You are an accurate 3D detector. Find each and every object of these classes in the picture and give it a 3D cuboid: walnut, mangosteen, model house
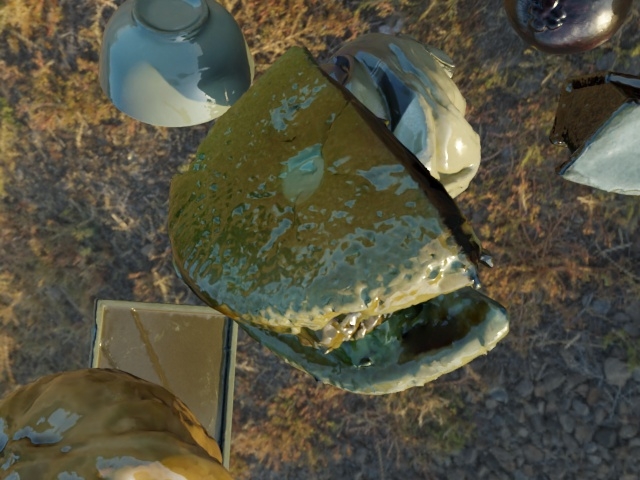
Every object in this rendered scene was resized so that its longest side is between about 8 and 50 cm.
[{"bbox_3d":[-0.181,0.234,0.549,0.257,0.224,0.257,-3,135,-3],"label":"walnut"},{"bbox_3d":[0.455,-0.461,1.135,0.228,0.265,0.228,30,148,21],"label":"mangosteen"},{"bbox_3d":[0.351,-0.132,0.721,0.166,0.152,0.106,14,126,-8],"label":"model house"}]

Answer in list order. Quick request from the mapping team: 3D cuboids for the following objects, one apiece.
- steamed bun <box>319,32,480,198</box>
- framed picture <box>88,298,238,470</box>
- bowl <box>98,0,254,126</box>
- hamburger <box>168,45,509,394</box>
[{"bbox_3d":[0.061,-0.177,0.997,0.347,0.393,0.237,-1,158,37],"label":"steamed bun"},{"bbox_3d":[-0.256,0.269,1.023,0.247,0.334,0.022,8,168,-31],"label":"framed picture"},{"bbox_3d":[-0.266,-0.361,1.141,0.289,0.289,0.146,25,151,9],"label":"bowl"},{"bbox_3d":[-0.010,-0.002,0.459,0.192,0.288,0.168,-40,137,10],"label":"hamburger"}]
